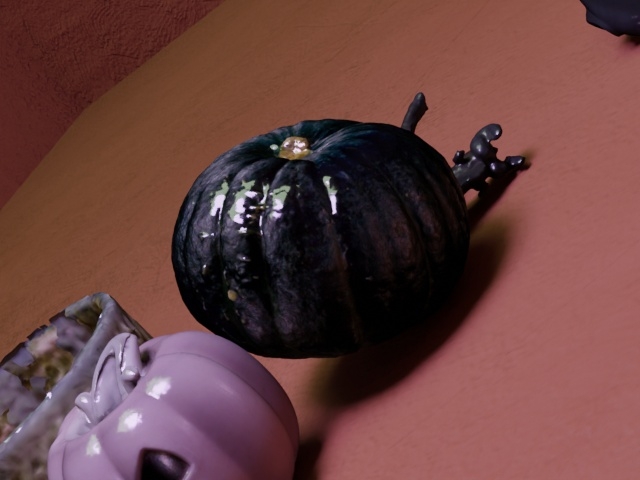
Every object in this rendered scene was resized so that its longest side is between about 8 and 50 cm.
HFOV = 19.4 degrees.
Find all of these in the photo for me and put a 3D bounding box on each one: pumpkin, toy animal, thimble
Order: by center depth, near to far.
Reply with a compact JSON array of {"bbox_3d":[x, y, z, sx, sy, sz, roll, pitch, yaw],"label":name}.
[{"bbox_3d":[0.000,0.000,1.379,0.221,0.161,0.220,-16,16,5],"label":"pumpkin"},{"bbox_3d":[0.055,-0.029,1.530,0.233,0.084,0.148,-37,17,14],"label":"toy animal"},{"bbox_3d":[-0.214,0.185,1.533,0.271,0.150,0.271,-41,15,13],"label":"thimble"}]

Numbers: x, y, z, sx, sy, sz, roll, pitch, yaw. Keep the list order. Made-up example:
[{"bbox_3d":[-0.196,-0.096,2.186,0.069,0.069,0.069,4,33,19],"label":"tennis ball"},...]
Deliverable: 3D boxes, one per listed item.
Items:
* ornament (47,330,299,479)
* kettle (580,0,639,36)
[{"bbox_3d":[-0.108,0.146,1.325,0.177,0.177,0.177,-41,15,13],"label":"ornament"},{"bbox_3d":[0.287,-0.305,1.494,0.290,0.207,0.268,-43,41,30],"label":"kettle"}]
